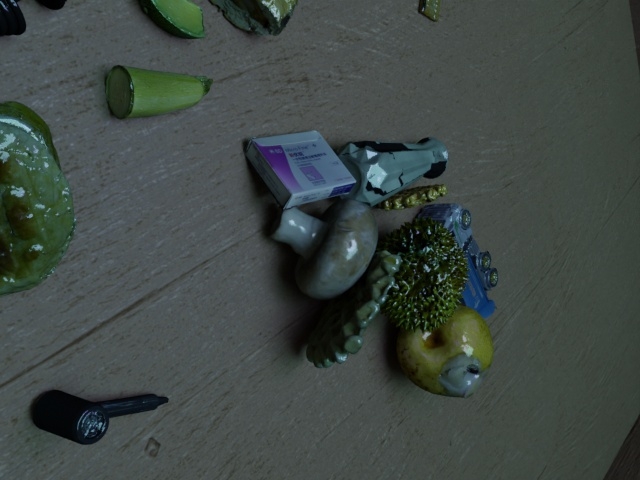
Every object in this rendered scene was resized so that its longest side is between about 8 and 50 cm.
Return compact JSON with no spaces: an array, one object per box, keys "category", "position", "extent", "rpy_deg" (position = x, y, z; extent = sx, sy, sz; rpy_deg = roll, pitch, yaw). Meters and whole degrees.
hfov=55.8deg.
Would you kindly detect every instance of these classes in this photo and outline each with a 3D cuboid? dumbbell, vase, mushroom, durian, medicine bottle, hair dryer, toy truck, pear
[{"category":"dumbbell","position":[-0.472,-0.388,0.949],"extent":[0.208,0.099,0.099],"rpy_deg":[-51,123,-30]},{"category":"vase","position":[0.182,-0.187,1.526],"extent":[0.360,0.165,0.165],"rpy_deg":[-19,105,-44]},{"category":"mushroom","position":[0.000,0.000,1.339],"extent":[0.243,0.243,0.243],"rpy_deg":[-3,95,-42]},{"category":"durian","position":[0.236,0.081,1.521],"extent":[0.224,0.291,0.291],"rpy_deg":[-36,127,-85]},{"category":"medicine bottle","position":[-0.044,-0.159,1.332],"extent":[0.201,0.052,0.171],"rpy_deg":[-16,62,-40]},{"category":"hair dryer","position":[-0.362,0.302,1.086],"extent":[0.255,0.128,0.070],"rpy_deg":[6,87,-53]},{"category":"toy truck","position":[0.383,0.075,1.723],"extent":[0.175,0.146,0.367],"rpy_deg":[-48,120,-34]},{"category":"pear","position":[0.337,0.291,1.626],"extent":[0.271,0.271,0.271],"rpy_deg":[-3,95,-42]}]

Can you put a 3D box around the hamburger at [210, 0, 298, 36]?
[{"category":"hamburger","position":[-0.147,-0.581,1.210],"extent":[0.309,0.132,0.211],"rpy_deg":[44,64,-35]}]

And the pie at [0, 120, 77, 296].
[{"category":"pie","position":[-0.511,-0.027,0.892],"extent":[0.306,0.071,0.306],"rpy_deg":[-13,121,-22]}]

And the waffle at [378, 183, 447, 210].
[{"category":"waffle","position":[0.240,-0.113,1.570],"extent":[0.191,0.191,0.038],"rpy_deg":[-21,102,-40]}]

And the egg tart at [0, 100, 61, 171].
[{"category":"egg tart","position":[-0.504,-0.129,0.951],"extent":[0.197,0.078,0.197],"rpy_deg":[-5,98,-39]}]

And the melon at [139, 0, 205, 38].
[{"category":"melon","position":[-0.294,-0.481,1.133],"extent":[0.118,0.064,0.209],"rpy_deg":[-17,102,-40]}]

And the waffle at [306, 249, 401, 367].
[{"category":"waffle","position":[0.067,0.152,1.354],"extent":[0.056,0.309,0.292],"rpy_deg":[34,71,-11]}]

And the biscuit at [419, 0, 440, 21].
[{"category":"biscuit","position":[0.309,-0.667,1.700],"extent":[0.081,0.018,0.083],"rpy_deg":[8,88,-43]}]

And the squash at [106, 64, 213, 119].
[{"category":"squash","position":[-0.289,-0.287,1.142],"extent":[0.224,0.094,0.094],"rpy_deg":[-22,107,-47]}]
